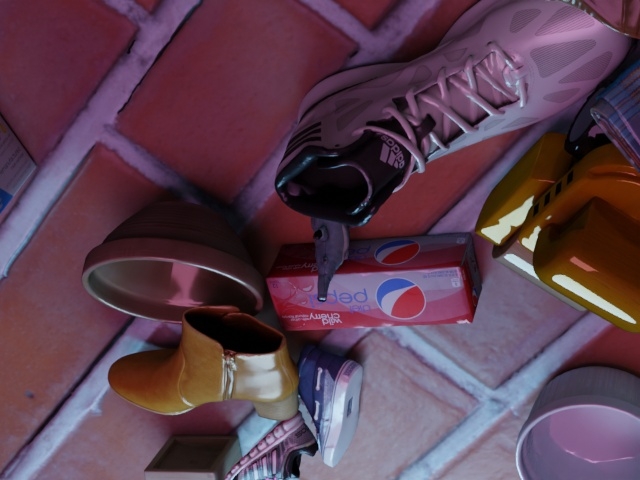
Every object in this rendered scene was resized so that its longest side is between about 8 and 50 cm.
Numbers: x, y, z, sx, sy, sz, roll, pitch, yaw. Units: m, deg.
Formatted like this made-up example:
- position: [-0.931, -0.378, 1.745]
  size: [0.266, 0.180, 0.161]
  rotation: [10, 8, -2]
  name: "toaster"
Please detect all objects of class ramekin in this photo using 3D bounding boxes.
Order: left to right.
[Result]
- position: [0.365, 0.262, 1.984]
  size: [0.207, 0.109, 0.207]
  rotation: [8, 125, 12]
  name: "ramekin"

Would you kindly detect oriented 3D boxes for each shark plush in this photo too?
- position: [0.000, 0.000, 1.902]
  size: [0.073, 0.161, 0.067]
  rotation: [7, 157, 25]
  name: "shark plush"

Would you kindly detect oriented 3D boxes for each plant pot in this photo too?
- position: [-0.185, 0.022, 1.964]
  size: [0.237, 0.109, 0.237]
  rotation: [5, 156, 2]
  name: "plant pot"

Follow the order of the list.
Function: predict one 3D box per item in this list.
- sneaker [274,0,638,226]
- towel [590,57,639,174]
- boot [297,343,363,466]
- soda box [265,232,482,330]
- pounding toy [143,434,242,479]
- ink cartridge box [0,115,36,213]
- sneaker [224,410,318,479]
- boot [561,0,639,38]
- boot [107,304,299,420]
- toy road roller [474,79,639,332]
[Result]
- position: [0.144, -0.129, 1.694]
  size: [0.447, 0.257, 0.169]
  rotation: [-22, 114, 28]
  name: "sneaker"
- position: [0.494, -0.150, 1.539]
  size: [0.370, 0.040, 0.271]
  rotation: [-39, 88, -3]
  name: "towel"
- position: [0.005, 0.228, 2.110]
  size: [0.086, 0.069, 0.190]
  rotation: [25, 128, 21]
  name: "boot"
- position: [0.069, 0.055, 1.951]
  size: [0.263, 0.083, 0.092]
  rotation: [-4, 122, 19]
  name: "soda box"
- position: [-0.191, 0.351, 2.217]
  size: [0.141, 0.130, 0.100]
  rotation: [-2, 110, 18]
  name: "pounding toy"
- position: [-0.524, -0.121, 1.960]
  size: [0.168, 0.171, 0.232]
  rotation: [-20, 116, 27]
  name: "ink cartridge box"
- position: [-0.068, 0.316, 2.114]
  size: [0.170, 0.063, 0.075]
  rotation: [-44, 86, 15]
  name: "sneaker"
- position: [0.299, -0.294, 1.565]
  size: [0.262, 0.203, 0.095]
  rotation: [16, 119, 14]
  name: "boot"
- position: [-0.169, 0.152, 2.035]
  size: [0.295, 0.104, 0.211]
  rotation: [8, 147, 15]
  name: "boot"
- position: [0.309, 0.003, 1.703]
  size: [0.202, 0.240, 0.329]
  rotation: [31, 144, -7]
  name: "toy road roller"
